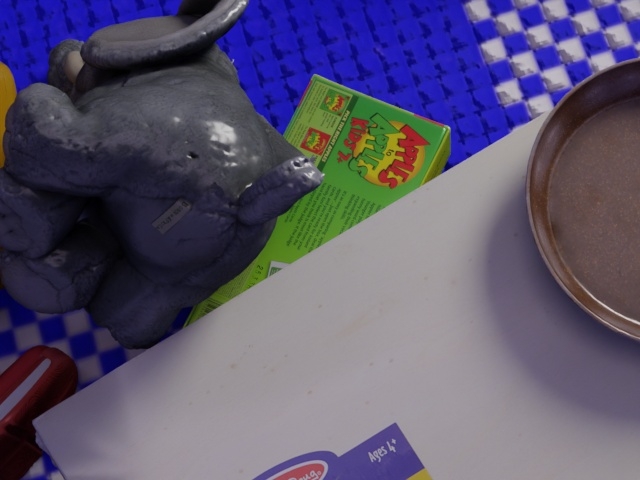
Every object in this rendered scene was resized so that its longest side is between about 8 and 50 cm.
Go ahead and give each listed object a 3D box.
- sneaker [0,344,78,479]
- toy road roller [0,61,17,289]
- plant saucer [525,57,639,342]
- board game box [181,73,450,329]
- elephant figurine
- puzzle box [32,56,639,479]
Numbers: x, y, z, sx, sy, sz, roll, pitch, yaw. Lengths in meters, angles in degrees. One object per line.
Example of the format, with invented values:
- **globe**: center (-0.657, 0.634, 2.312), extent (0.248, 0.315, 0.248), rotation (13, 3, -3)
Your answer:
- **sneaker**: center (-0.252, 0.117, 0.911), extent (0.128, 0.087, 0.221), rotation (40, 76, 16)
- **toy road roller**: center (-0.321, -0.028, 0.923), extent (0.329, 0.240, 0.203), rotation (-1, 93, 40)
- **plant saucer**: center (0.193, -0.019, 0.873), extent (0.168, 0.029, 0.169), rotation (1, 73, -4)
- **board game box**: center (0.000, 0.000, 0.954), extent (0.092, 0.043, 0.181), rotation (23, 73, 12)
- **elephant figurine**: center (-0.087, -0.071, 0.898), extent (0.186, 0.169, 0.239), rotation (23, 38, -2)
- **puzzle box**: center (0.085, 0.108, 0.870), extent (0.408, 0.052, 0.272), rotation (-30, 77, -11)
